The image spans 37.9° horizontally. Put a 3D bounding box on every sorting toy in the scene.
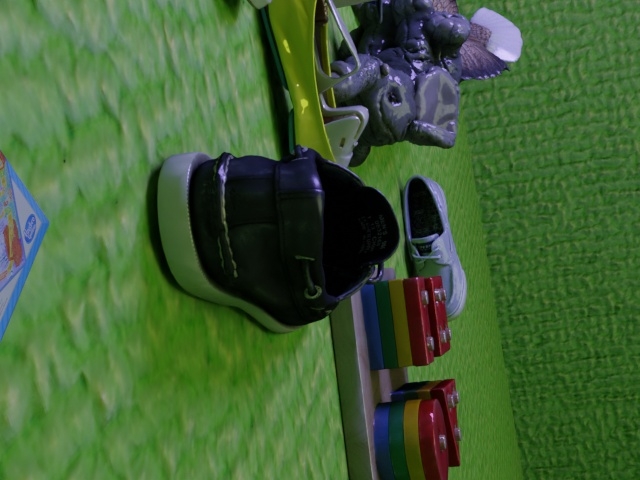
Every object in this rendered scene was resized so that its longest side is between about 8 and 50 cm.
[{"bbox_3d":[0.094,0.153,1.017,0.257,0.090,0.255,7,76,-75],"label":"sorting toy"}]

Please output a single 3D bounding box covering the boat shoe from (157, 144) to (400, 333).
[{"bbox_3d":[-0.001,-0.004,0.688,0.340,0.113,0.127,36,48,-70],"label":"boat shoe"}]

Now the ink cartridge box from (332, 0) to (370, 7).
[{"bbox_3d":[-0.001,-0.309,0.863,0.060,0.104,0.180,-23,104,-75],"label":"ink cartridge box"}]

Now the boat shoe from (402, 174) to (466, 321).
[{"bbox_3d":[0.161,0.009,1.401,0.081,0.079,0.227,29,49,-61],"label":"boat shoe"}]

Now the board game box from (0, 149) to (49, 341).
[{"bbox_3d":[-0.144,0.014,0.302,0.154,0.026,0.103,-83,159,-45],"label":"board game box"}]

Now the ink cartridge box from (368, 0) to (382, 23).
[{"bbox_3d":[0.038,-0.391,1.047,0.332,0.065,0.165,-88,177,-51],"label":"ink cartridge box"}]

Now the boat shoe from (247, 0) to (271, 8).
[{"bbox_3d":[-0.034,-0.321,0.758,0.098,0.096,0.277,48,37,-66],"label":"boat shoe"}]

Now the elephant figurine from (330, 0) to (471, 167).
[{"bbox_3d":[0.073,-0.156,1.043,0.169,0.186,0.239,-49,-164,48],"label":"elephant figurine"}]

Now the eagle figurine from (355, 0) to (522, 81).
[{"bbox_3d":[0.160,-0.279,1.318,0.298,0.226,0.225,51,54,-73],"label":"eagle figurine"}]

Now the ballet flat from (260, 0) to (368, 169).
[{"bbox_3d":[0.002,-0.130,0.835,0.077,0.077,0.230,-50,131,-72],"label":"ballet flat"}]
